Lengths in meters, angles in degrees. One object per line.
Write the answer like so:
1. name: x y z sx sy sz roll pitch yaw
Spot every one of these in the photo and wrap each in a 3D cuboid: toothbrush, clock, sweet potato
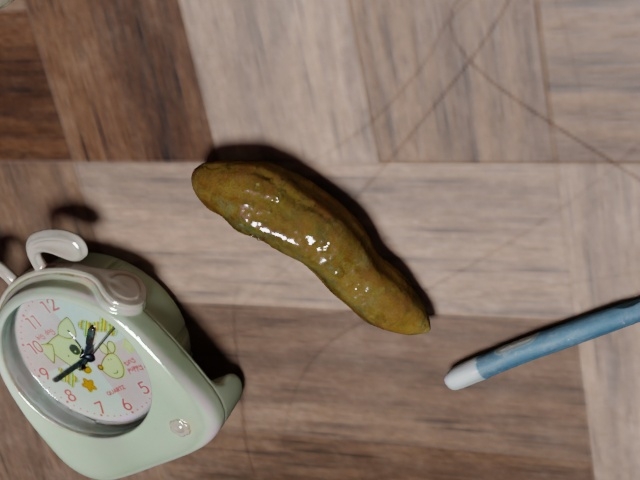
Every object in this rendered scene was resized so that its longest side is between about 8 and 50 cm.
1. toothbrush: 0.185 0.042 0.865 0.276 0.019 0.025 -24 104 34
2. clock: -0.160 0.075 1.015 0.151 0.062 0.191 -23 109 35
3. sweet potato: 0.001 0.001 0.902 0.182 0.053 0.054 37 90 -5

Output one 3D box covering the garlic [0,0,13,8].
1. garlic: -0.289 -0.185 0.839 0.230 0.178 0.142 5 105 16
